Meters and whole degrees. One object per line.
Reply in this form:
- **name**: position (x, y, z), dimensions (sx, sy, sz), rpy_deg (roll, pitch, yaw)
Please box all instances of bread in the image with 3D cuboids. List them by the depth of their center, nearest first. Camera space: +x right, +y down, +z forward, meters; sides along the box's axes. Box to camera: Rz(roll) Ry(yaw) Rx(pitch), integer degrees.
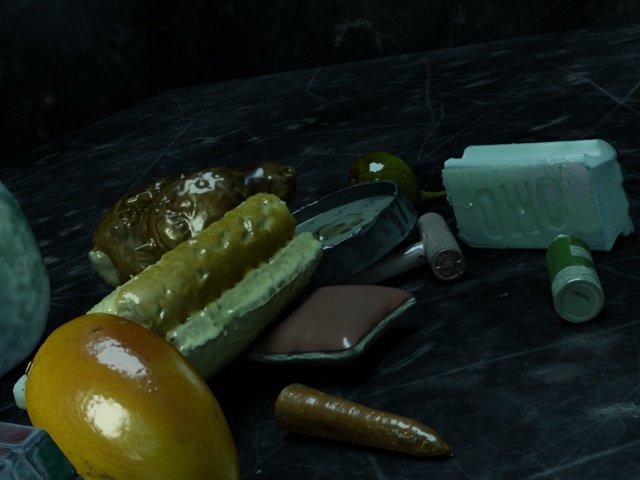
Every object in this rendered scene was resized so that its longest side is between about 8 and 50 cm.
- **bread**: position (-0.170, 0.099, 1.367), dimensions (0.236, 0.165, 0.375), rpy_deg (-44, -3, 33)

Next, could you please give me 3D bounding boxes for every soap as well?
- **soap**: position (0.313, -0.066, 1.539), dimensions (0.262, 0.150, 0.094), rpy_deg (1, 21, 43)

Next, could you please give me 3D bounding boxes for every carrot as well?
- **carrot**: position (0.046, 0.199, 1.129), dimensions (0.224, 0.057, 0.057), rpy_deg (6, 27, 41)

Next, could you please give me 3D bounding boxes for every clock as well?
- **clock**: position (0.001, 0.001, 1.649), dimensions (0.313, 0.061, 0.312), rpy_deg (-25, 15, 7)

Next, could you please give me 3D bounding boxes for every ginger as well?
- **ginger**: position (-0.247, -0.013, 1.690), dimensions (0.418, 0.176, 0.254), rpy_deg (-20, 4, 36)

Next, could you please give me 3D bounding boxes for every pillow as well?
- **pillow**: position (0.017, 0.116, 1.357), dimensions (0.172, 0.075, 0.179), rpy_deg (-4, 21, 33)

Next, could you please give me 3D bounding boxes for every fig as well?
- **fig**: position (0.158, -0.095, 1.866), dimensions (0.237, 0.124, 0.124), rpy_deg (2, 8, -30)

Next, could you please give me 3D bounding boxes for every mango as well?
- **mango**: position (-0.184, 0.191, 1.079), dimensions (0.257, 0.187, 0.138), rpy_deg (23, 12, 28)

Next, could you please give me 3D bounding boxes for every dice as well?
- **dice**: position (-0.655, 0.064, 1.640), dimensions (0.331, 0.348, 0.328), rpy_deg (-1, 24, 41)

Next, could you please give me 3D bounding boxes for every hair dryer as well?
- **hair dryer**: position (0.102, 0.037, 1.594), dimensions (0.221, 0.053, 0.195), rpy_deg (-21, 16, 6)

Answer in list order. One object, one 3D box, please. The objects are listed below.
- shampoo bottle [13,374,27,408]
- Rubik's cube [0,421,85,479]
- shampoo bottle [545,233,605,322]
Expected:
- **shampoo bottle**: position (-0.348, 0.201, 1.457), dimensions (0.152, 0.045, 0.077), rpy_deg (-8, 19, 21)
- **Rubik's cube**: position (-0.293, 0.278, 0.761), dimensions (0.264, 0.318, 0.319), rpy_deg (24, -5, -32)
- **shampoo bottle**: position (0.328, 0.040, 1.358), dimensions (0.065, 0.065, 0.204), rpy_deg (-12, 18, 12)
